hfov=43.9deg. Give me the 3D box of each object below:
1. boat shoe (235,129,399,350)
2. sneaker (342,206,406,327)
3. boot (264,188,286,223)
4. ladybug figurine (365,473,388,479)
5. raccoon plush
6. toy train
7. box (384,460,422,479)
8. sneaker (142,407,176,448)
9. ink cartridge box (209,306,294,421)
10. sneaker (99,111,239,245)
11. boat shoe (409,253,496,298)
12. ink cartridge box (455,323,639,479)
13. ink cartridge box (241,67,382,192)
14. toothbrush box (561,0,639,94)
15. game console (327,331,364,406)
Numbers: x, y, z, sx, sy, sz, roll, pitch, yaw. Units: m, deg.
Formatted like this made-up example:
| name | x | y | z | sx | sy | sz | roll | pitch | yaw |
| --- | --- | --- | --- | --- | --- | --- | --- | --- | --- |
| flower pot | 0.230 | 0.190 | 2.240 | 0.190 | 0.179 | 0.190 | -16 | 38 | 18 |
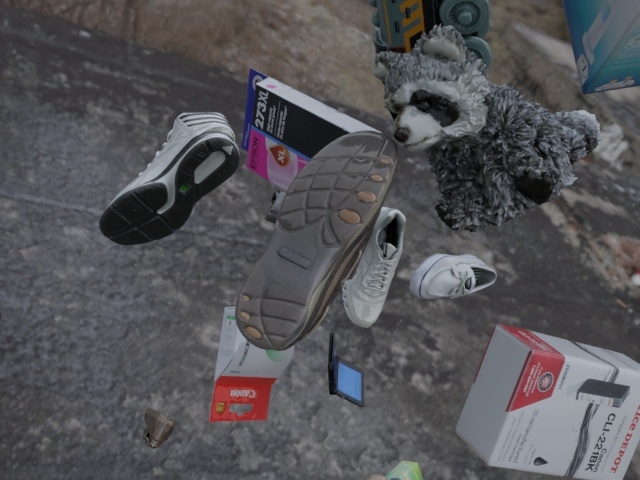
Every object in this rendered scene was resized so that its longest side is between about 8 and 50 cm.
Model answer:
| name | x | y | z | sx | sy | sz | roll | pitch | yaw |
| --- | --- | --- | --- | --- | --- | --- | --- | --- | --- |
| boat shoe | 0.000 | 0.000 | 1.168 | 0.132 | 0.355 | 0.130 | 32 | -4 | 19 |
| sneaker | 0.129 | 0.059 | 1.850 | 0.110 | 0.292 | 0.118 | 15 | -6 | -17 |
| boot | 0.004 | -0.058 | 1.732 | 0.229 | 0.091 | 0.263 | 24 | 20 | 3 |
| ladybug figurine | 0.149 | 0.562 | 1.227 | 0.305 | 0.449 | 0.162 | -6 | 12 | 33 |
| raccoon plush | 0.256 | -0.209 | 1.250 | 0.299 | 0.216 | 0.446 | 62 | 35 | -8 |
| toy train | 0.169 | -0.378 | 1.245 | 0.190 | 0.334 | 0.142 | -3 | 48 | 12 |
| box | 0.155 | 0.707 | 1.896 | 0.322 | 0.058 | 0.232 | -26 | 105 | -48 |
| sneaker | -0.355 | 0.401 | 1.687 | 0.066 | 0.188 | 0.071 | 32 | 71 | -7 |
| ink cartridge box | -0.131 | 0.253 | 1.593 | 0.056 | 0.224 | 0.181 | 1 | -9 | 37 |
| sneaker | -0.403 | -0.179 | 2.140 | 0.169 | 0.447 | 0.257 | 46 | 18 | -33 |
| boat shoe | 0.259 | 0.067 | 1.504 | 0.076 | 0.083 | 0.226 | 22 | 25 | 36 |
| ink cartridge box | 0.384 | 0.266 | 1.275 | 0.273 | 0.197 | 0.114 | 14 | 11 | -23 |
| ink cartridge box | -0.047 | -0.182 | 1.484 | 0.069 | 0.175 | 0.371 | -15 | 37 | -38 |
| toothbrush box | 0.397 | -0.341 | 0.980 | 0.126 | 0.295 | 0.216 | -9 | 77 | 3 |
| game console | 0.053 | 0.261 | 1.619 | 0.071 | 0.107 | 0.122 | -1 | 28 | 3 |
